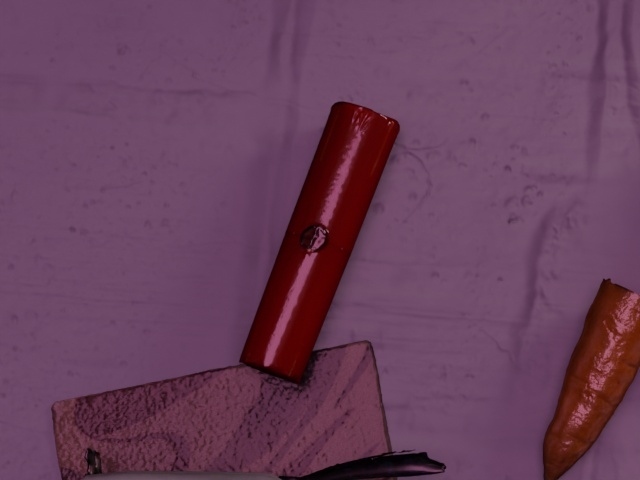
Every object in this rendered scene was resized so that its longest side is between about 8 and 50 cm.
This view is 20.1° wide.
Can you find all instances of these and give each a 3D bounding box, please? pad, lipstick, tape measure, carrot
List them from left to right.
[{"bbox_3d":[-0.090,0.234,1.769,0.330,0.004,0.220,-12,79,4],"label":"pad"},{"bbox_3d":[-0.055,0.304,1.698,0.351,0.098,0.215,-1,78,9],"label":"tape measure"},{"bbox_3d":[-0.001,0.000,1.765,0.073,0.073,0.279,19,80,9],"label":"lipstick"},{"bbox_3d":[0.257,0.142,1.724,0.072,0.072,0.205,27,90,10],"label":"carrot"}]
